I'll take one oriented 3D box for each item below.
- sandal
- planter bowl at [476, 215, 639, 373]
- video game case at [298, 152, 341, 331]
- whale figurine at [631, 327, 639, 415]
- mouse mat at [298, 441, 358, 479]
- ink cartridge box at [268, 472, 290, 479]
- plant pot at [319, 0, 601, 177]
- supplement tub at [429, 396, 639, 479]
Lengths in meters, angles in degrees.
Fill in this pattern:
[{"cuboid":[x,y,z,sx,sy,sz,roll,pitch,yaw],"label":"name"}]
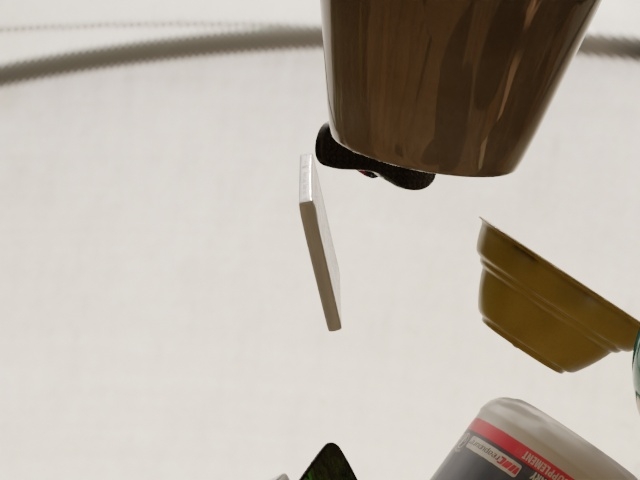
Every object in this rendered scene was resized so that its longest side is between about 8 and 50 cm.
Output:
[{"cuboid":[0.057,-0.096,1.913,0.179,0.067,0.040,11,0,-40],"label":"sandal"},{"cuboid":[0.226,0.071,1.788,0.217,0.090,0.217,33,4,-2],"label":"planter bowl"},{"cuboid":[0.000,0.000,1.966,0.019,0.143,0.157,-11,-66,5],"label":"video game case"},{"cuboid":[0.381,0.090,1.420,0.272,0.216,0.141,-1,-73,33],"label":"whale figurine"},{"cuboid":[0.015,0.293,1.571,0.007,0.153,0.190,-7,-57,42],"label":"mouse mat"},{"cuboid":[-0.091,0.331,1.714,0.176,0.127,0.128,-30,-88,20],"label":"ink cartridge box"},{"cuboid":[0.124,-0.220,1.717,0.323,0.323,0.280,18,-72,26],"label":"plant pot"},{"cuboid":[0.142,0.283,1.450,0.191,0.272,0.191,36,-6,4],"label":"supplement tub"}]
